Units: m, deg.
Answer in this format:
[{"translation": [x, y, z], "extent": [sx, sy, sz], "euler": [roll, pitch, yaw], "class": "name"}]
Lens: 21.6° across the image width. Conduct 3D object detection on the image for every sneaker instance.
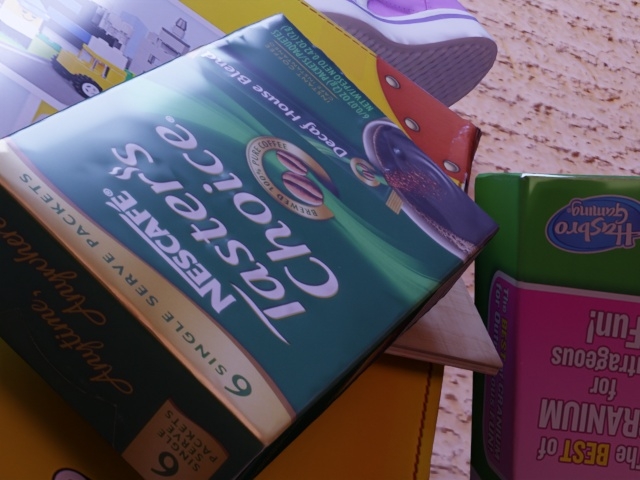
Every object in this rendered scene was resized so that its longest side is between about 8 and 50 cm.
[{"translation": [-0.025, -0.144, 0.986], "extent": [0.161, 0.102, 0.282], "euler": [54, 27, 18], "class": "sneaker"}]

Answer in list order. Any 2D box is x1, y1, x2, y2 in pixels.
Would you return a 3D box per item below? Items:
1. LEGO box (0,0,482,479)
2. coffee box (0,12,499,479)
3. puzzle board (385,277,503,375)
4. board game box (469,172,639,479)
[{"translation": [-0.201, -0.033, 0.595], "extent": [0.500, 0.193, 0.372], "euler": [35, 31, -12], "class": "LEGO box"}, {"translation": [-0.023, -0.002, 0.505], "extent": [0.113, 0.040, 0.184], "euler": [45, 32, 7], "class": "coffee box"}, {"translation": [0.000, 0.000, 0.584], "extent": [0.128, 0.011, 0.096], "euler": [15, 40, -39], "class": "puzzle board"}, {"translation": [0.181, 0.133, 0.682], "extent": [0.242, 0.064, 0.317], "euler": [0, 92, -10], "class": "board game box"}]
